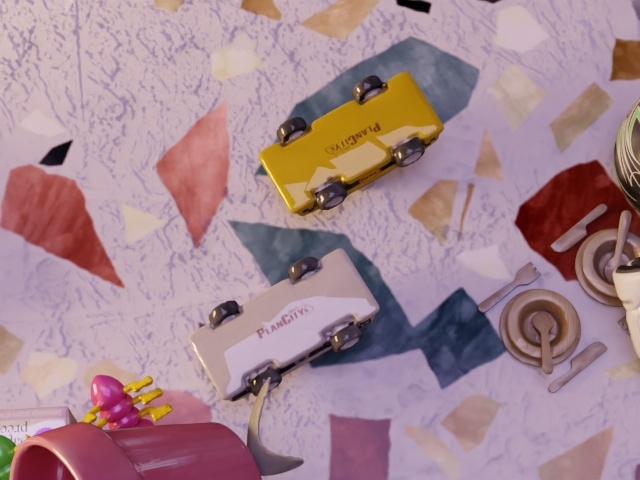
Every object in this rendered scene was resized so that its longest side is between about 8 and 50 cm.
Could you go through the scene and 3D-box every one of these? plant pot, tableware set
[{"bbox_3d":[-0.155,0.248,1.329,0.180,0.201,0.201,-14,69,-34],"label":"plant pot"},{"bbox_3d":[0.275,0.056,1.560,0.194,0.039,0.128,-38,75,-12],"label":"tableware set"}]

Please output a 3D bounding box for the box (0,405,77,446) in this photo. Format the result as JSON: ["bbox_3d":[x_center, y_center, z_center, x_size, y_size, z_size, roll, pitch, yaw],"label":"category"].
[{"bbox_3d":[-0.409,0.212,1.491,0.324,0.067,0.063,-3,71,0],"label":"box"}]

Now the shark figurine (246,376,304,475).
[{"bbox_3d":[-0.028,0.270,1.440,0.166,0.278,0.116,-27,29,20],"label":"shark figurine"}]

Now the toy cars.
[{"bbox_3d":[0.000,0.000,1.559,0.176,0.087,0.394,17,75,11],"label":"toy cars"}]

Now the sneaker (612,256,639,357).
[{"bbox_3d":[0.449,0.057,1.539,0.292,0.110,0.118,-10,93,-8],"label":"sneaker"}]

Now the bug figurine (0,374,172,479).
[{"bbox_3d":[-0.216,0.248,1.439,0.279,0.072,0.216,-29,109,-13],"label":"bug figurine"}]

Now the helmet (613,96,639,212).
[{"bbox_3d":[0.389,-0.093,1.551,0.169,0.169,0.161,-31,79,-10],"label":"helmet"}]
